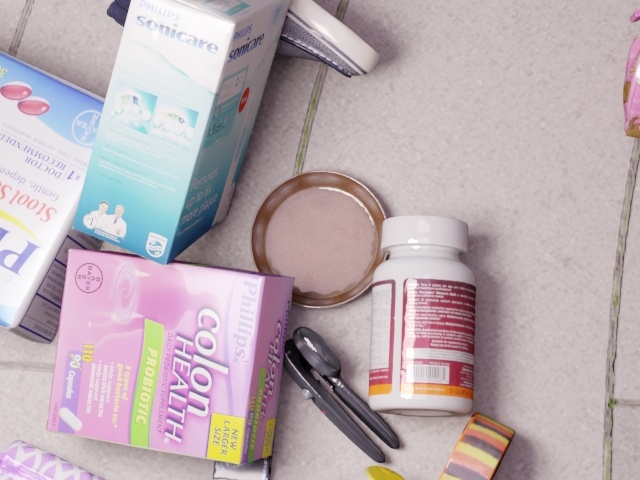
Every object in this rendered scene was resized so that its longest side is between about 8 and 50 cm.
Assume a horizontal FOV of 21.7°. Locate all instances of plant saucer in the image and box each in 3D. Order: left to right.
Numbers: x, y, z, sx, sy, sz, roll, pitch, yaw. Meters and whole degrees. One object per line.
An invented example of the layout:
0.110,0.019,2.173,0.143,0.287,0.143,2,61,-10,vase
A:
0.000,0.000,1.999,0.168,0.029,0.168,-2,79,8,plant saucer

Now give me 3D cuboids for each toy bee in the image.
0.140,0.333,1.849,0.195,0.162,0.298,5,80,6,toy bee

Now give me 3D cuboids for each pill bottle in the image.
0.118,0.088,1.919,0.121,0.121,0.221,1,79,8,pill bottle

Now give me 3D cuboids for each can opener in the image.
0.019,0.185,1.947,0.059,0.073,0.186,-37,86,-9,can opener

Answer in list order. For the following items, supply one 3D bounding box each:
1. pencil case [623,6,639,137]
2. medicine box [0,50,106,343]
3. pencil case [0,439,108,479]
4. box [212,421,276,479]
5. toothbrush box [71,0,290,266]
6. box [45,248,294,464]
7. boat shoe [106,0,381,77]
0.534,-0.168,1.898,0.386,0.160,0.167,11,52,10,pencil case
-0.391,-0.063,2.002,0.263,0.149,0.289,25,82,11,medicine box
-0.290,0.306,1.947,0.206,0.088,0.086,22,80,12,pencil case
-0.090,0.245,1.967,0.067,0.018,0.083,5,80,8,box
-0.155,-0.151,1.896,0.126,0.216,0.295,21,111,10,toothbrush box
-0.172,0.130,1.918,0.243,0.117,0.213,8,91,16,box
-0.100,-0.252,2.026,0.340,0.127,0.158,34,93,19,boat shoe
